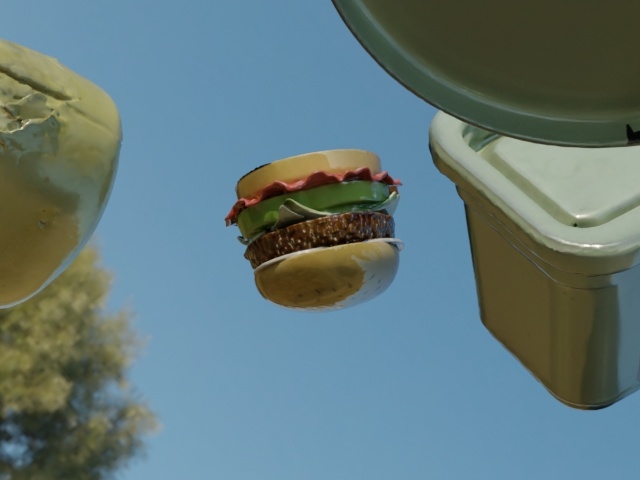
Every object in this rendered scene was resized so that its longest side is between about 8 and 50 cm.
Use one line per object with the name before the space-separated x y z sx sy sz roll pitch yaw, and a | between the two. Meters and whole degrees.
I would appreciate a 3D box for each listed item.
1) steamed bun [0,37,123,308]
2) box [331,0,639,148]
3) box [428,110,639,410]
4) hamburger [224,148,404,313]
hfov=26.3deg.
steamed bun | -0.314 -0.042 1.175 0.273 0.232 0.166 -38 -125 23
box | 0.105 -0.165 0.509 0.226 0.149 0.226 1 -51 1
box | 0.237 -0.030 0.896 0.175 0.312 0.182 47 -24 41
hamburger | 0.002 -0.001 1.282 0.175 0.175 0.136 -39 -118 60
